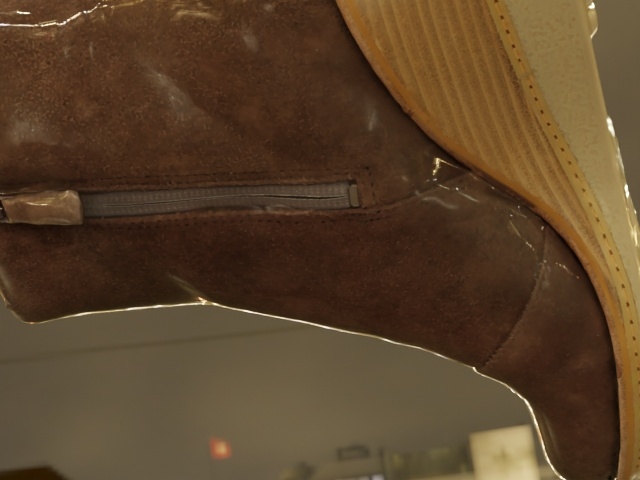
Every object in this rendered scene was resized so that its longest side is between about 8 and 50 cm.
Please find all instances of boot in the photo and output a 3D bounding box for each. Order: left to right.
[{"bbox_3d":[0.000,0.000,0.507,0.207,0.090,0.248,-13,-57,10],"label":"boot"}]
